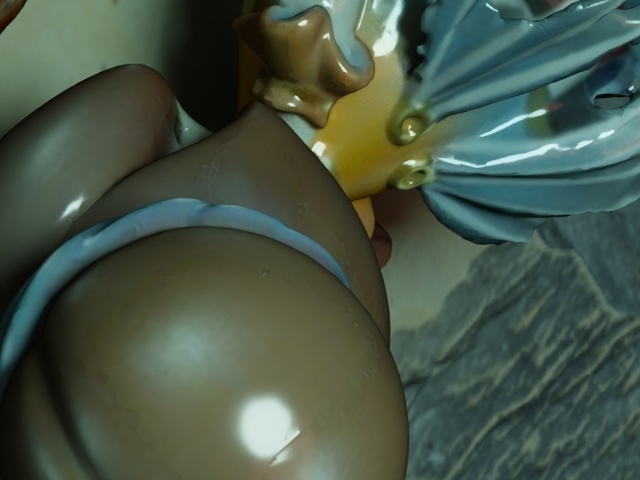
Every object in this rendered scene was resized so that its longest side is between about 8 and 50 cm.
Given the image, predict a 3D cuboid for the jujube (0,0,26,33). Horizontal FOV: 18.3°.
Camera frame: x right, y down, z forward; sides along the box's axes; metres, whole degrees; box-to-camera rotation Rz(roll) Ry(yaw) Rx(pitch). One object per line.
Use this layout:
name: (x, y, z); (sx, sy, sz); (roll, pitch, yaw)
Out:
jujube: (-0.160, -0.126, 0.641); (0.112, 0.109, 0.176); (-46, 134, -1)

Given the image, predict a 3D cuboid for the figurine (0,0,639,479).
figurine: (-0.001, 0.000, 0.757); (0.388, 0.248, 0.277); (-45, 151, -30)
